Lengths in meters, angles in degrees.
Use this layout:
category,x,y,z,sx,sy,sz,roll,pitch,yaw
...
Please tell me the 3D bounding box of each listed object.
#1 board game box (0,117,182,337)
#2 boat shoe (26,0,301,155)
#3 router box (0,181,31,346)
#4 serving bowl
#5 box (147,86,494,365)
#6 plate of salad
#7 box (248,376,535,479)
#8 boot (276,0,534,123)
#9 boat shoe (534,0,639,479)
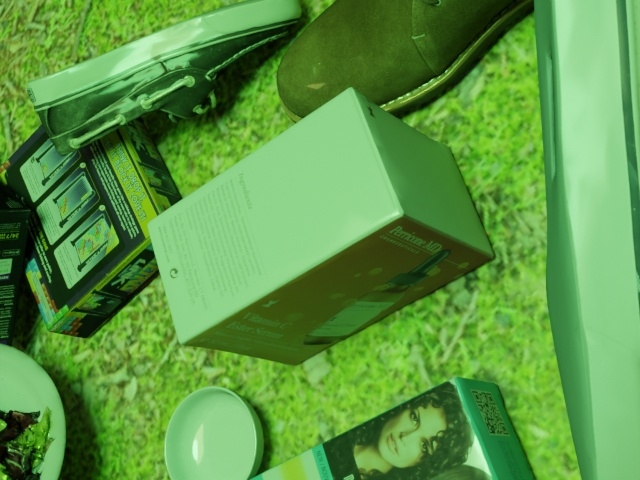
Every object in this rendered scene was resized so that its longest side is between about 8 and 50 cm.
category,x,y,z,sx,sy,sz,roll,pitch,yaw
board game box,-0.191,-0.029,0.839,0.141,0.048,0.170,-39,60,18
boat shoe,-0.112,-0.128,0.783,0.219,0.078,0.070,-20,104,4
router box,-0.313,0.001,0.877,0.179,0.046,0.133,34,118,43
serving bowl,-0.072,0.147,0.728,0.083,0.027,0.083,-9,74,33
box,0.000,0.000,0.654,0.170,0.130,0.091,-31,62,25
plate of salad,-0.287,0.162,0.758,0.200,0.048,0.199,-7,57,11
box,0.015,0.183,0.642,0.244,0.060,0.100,-32,63,24
boot,0.075,-0.176,0.657,0.305,0.115,0.112,-30,66,26
boat shoe,0.199,-0.030,0.531,0.157,0.136,0.367,-3,90,7
